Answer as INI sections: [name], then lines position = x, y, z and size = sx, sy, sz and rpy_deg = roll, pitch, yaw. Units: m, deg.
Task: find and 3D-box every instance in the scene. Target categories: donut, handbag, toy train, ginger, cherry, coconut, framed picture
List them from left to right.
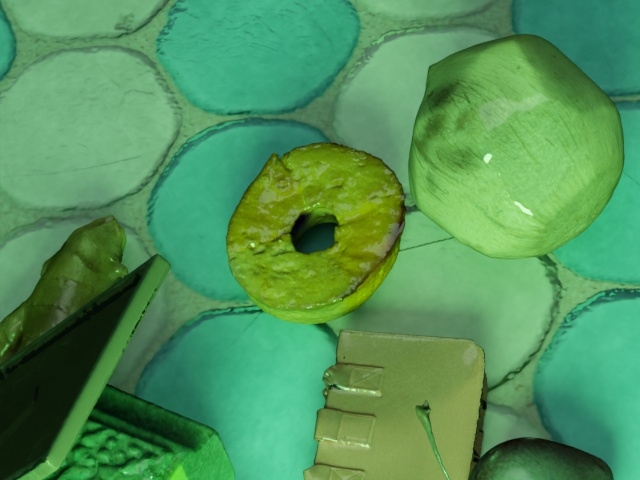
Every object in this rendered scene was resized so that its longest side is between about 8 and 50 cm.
[framed picture]
position = -0.275, 0.163, 1.717
size = 0.022, 0.335, 0.247
rpy_deg = 40, 45, -16
[ginger]
position = -0.245, 0.065, 1.913
size = 0.205, 0.081, 0.115
rpy_deg = -54, 33, -14
[toy train]
position = -0.179, 0.282, 1.668
size = 0.167, 0.238, 0.299
rpy_deg = 19, 61, 24
[donut]
position = -0.001, 0.000, 1.919
size = 0.174, 0.074, 0.190
rpy_deg = 13, 65, 16
[handbag]
position = 0.069, 0.188, 1.793
size = 0.157, 0.059, 0.212
rpy_deg = 4, 57, 11
[coconut]
position = 0.178, -0.094, 1.876
size = 0.224, 0.224, 0.224
rpy_deg = -4, 57, 7
[cherry]
position = 0.182, 0.206, 1.709
size = 0.148, 0.115, 0.188
rpy_deg = -24, 82, -6
